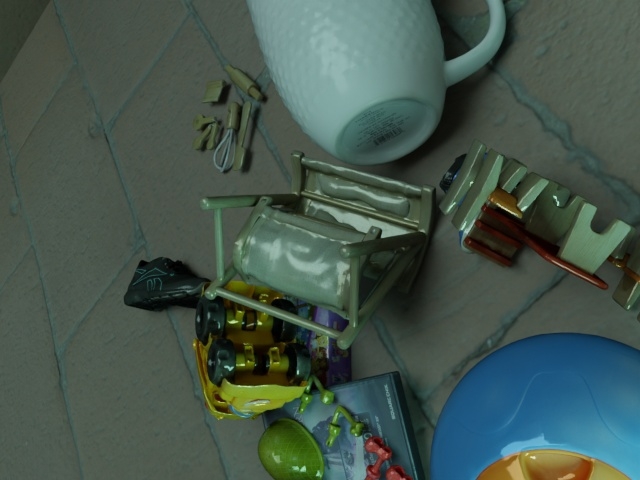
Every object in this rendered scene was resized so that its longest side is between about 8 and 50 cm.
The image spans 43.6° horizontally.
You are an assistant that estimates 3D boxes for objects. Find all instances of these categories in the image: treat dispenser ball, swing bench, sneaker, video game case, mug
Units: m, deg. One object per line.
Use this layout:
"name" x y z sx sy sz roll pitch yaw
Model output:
"treat dispenser ball" 0.256 0.239 0.818 0.288 0.288 0.288 -19 63 41
"swing bench" 0.000 0.000 1.181 0.253 0.254 0.165 18 121 29
"sneaker" 0.208 -0.056 1.144 0.084 0.058 0.152 8 77 41
"sneaker" -0.306 0.081 1.595 0.267 0.101 0.106 -6 69 44
"video game case" 0.028 0.313 1.181 0.274 0.026 0.196 -21 78 39
"mug" 0.097 -0.310 1.234 0.374 0.276 0.328 -20 63 5

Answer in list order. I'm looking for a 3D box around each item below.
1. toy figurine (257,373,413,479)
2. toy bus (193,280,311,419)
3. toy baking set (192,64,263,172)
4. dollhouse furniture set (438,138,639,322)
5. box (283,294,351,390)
"toy figurine" -0.018 0.359 1.053 0.362 0.217 0.191 46 120 33
"toy bus" -0.126 0.202 1.235 0.220 0.149 0.211 -113 39 -48
"toy baking set" -0.186 -0.248 1.651 0.256 0.030 0.197 42 109 46
"dollhouse furniture set" 0.261 -0.001 0.953 0.135 0.262 0.259 -61 9 12
"box" -0.043 0.120 1.339 0.201 0.057 0.293 -19 62 40
